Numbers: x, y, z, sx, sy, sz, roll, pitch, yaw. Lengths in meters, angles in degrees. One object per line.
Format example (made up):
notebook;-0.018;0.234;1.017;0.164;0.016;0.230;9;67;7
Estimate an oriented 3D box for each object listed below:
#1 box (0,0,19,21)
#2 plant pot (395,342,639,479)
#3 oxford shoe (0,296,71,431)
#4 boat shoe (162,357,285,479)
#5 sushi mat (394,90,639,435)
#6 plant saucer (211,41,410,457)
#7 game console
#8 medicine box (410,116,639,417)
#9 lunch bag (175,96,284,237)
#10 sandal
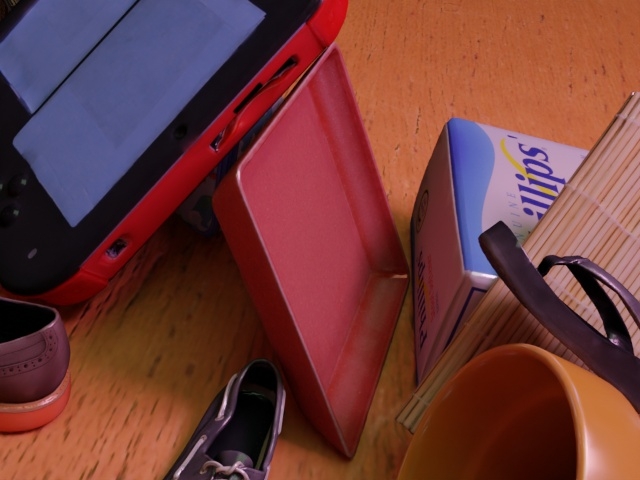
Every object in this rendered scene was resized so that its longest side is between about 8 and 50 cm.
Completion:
box;-0.293;-0.239;0.960;0.147;0.078;0.180;-5;29;-27
plant pot;0.171;0.194;0.522;0.187;0.205;0.205;24;34;-15
oxford shoe;-0.311;0.058;0.575;0.271;0.098;0.097;9;37;-10
boat shoe;-0.073;0.161;0.562;0.075;0.065;0.206;20;37;5
sushi mat;0.205;0.057;0.621;0.151;0.317;0.019;36;-1;-5
plant saucer;0.000;0.000;0.686;0.047;0.259;0.258;-7;30;22
game console;-0.189;-0.164;0.735;0.342;0.386;0.060;45;2;33
medicine box;0.241;0.036;0.778;0.289;0.149;0.264;13;36;-5
lunch bag;-0.134;-0.126;0.820;0.090;0.176;0.219;-19;50;-39
sandal;0.204;0.067;0.566;0.254;0.054;0.097;41;9;-15
